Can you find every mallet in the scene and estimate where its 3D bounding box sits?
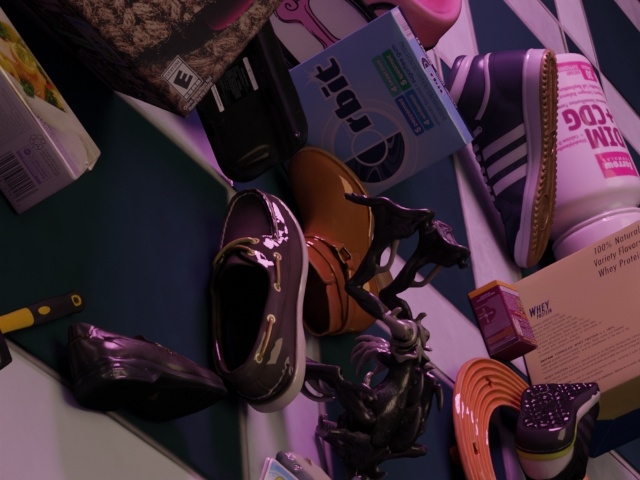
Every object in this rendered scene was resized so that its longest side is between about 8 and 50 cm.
[{"bbox_3d":[-0.215,0.066,1.346,0.062,0.039,0.189,66,19,9],"label":"mallet"}]

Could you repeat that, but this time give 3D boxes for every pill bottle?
[{"bbox_3d":[0.343,-0.097,2.508,0.160,0.160,0.283,14,52,-60],"label":"pill bottle"}]

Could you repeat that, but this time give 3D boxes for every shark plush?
[{"bbox_3d":[-0.016,0.259,1.552,0.067,0.073,0.161,24,61,-26],"label":"shark plush"}]

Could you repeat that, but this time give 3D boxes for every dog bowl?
[{"bbox_3d":[0.016,-0.366,2.151,0.408,0.150,0.408,45,28,-32],"label":"dog bowl"}]

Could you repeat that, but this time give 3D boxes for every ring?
[{"bbox_3d":[0.232,0.286,2.022,0.336,0.032,0.337,46,29,-34],"label":"ring"}]

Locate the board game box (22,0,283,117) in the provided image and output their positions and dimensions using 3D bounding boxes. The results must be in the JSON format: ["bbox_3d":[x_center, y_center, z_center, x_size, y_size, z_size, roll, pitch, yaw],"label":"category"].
[{"bbox_3d":[-0.164,-0.290,1.551,0.291,0.232,0.141,44,-12,-34],"label":"board game box"}]

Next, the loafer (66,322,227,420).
[{"bbox_3d":[-0.133,0.100,1.441,0.170,0.062,0.061,23,39,-57],"label":"loafer"}]

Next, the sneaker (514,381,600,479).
[{"bbox_3d":[0.258,0.224,2.041,0.234,0.084,0.097,-33,118,-66],"label":"sneaker"}]

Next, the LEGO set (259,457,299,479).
[{"bbox_3d":[0.000,0.309,1.440,0.182,0.060,0.244,44,43,-25],"label":"LEGO set"}]

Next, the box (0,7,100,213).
[{"bbox_3d":[-0.289,-0.173,1.413,0.324,0.067,0.063,56,23,-12],"label":"box"}]

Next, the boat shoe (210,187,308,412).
[{"bbox_3d":[-0.059,0.039,1.631,0.068,0.081,0.228,42,32,-46],"label":"boat shoe"}]

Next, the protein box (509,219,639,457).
[{"bbox_3d":[0.364,0.122,2.259,0.136,0.199,0.201,37,33,-45],"label":"protein box"}]

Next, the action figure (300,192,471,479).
[{"bbox_3d":[0.044,0.104,1.687,0.164,0.141,0.276,19,83,-50],"label":"action figure"}]

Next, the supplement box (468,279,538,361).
[{"bbox_3d":[0.216,0.095,2.184,0.055,0.043,0.083,23,44,-56],"label":"supplement box"}]

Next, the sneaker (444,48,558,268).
[{"bbox_3d":[0.223,-0.108,2.384,0.099,0.153,0.282,-17,109,-69],"label":"sneaker"}]

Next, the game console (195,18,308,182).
[{"bbox_3d":[-0.116,-0.217,1.719,0.044,0.213,0.361,26,-38,57],"label":"game console"}]

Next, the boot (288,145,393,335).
[{"bbox_3d":[0.000,0.000,1.814,0.197,0.073,0.152,61,27,6],"label":"boot"}]

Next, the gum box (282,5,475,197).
[{"bbox_3d":[0.039,-0.126,1.884,0.157,0.184,0.041,60,23,-4],"label":"gum box"}]
